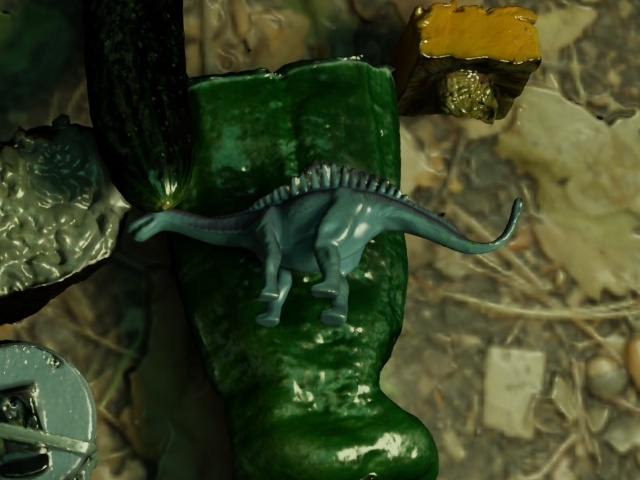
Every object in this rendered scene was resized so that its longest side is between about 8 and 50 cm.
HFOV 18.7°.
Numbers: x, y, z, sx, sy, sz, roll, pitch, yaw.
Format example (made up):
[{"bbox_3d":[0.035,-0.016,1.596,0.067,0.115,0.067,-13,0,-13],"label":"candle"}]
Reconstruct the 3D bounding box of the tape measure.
[{"bbox_3d":[-0.159,0.094,0.970,0.094,0.054,0.091,-24,90,-18],"label":"tape measure"}]

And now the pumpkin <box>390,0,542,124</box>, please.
[{"bbox_3d":[0.077,-0.093,1.074,0.074,0.083,0.054,-2,70,-12],"label":"pumpkin"}]

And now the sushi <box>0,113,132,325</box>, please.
[{"bbox_3d":[-0.170,-0.002,0.977,0.150,0.078,0.091,-21,83,-27],"label":"sushi"}]

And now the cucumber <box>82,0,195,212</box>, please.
[{"bbox_3d":[-0.091,-0.087,0.990,0.052,0.058,0.215,48,22,-40],"label":"cucumber"}]

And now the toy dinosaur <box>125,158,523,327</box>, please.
[{"bbox_3d":[0.000,0.000,0.948,0.197,0.045,0.080,-2,60,8],"label":"toy dinosaur"}]

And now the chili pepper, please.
[{"bbox_3d":[-0.006,0.042,1.006,0.136,0.099,0.270,-2,73,-26],"label":"chili pepper"}]
